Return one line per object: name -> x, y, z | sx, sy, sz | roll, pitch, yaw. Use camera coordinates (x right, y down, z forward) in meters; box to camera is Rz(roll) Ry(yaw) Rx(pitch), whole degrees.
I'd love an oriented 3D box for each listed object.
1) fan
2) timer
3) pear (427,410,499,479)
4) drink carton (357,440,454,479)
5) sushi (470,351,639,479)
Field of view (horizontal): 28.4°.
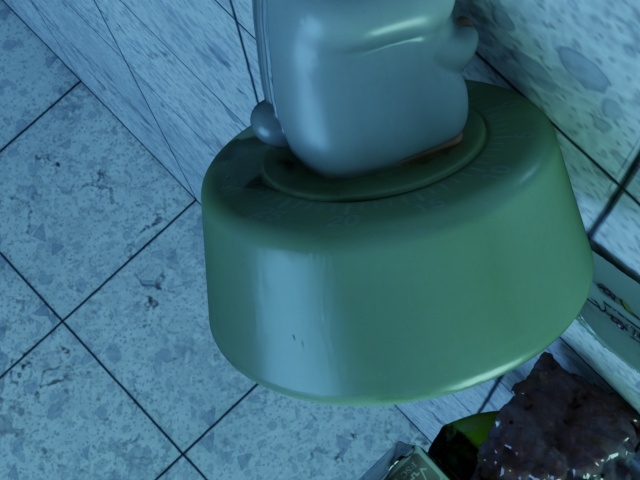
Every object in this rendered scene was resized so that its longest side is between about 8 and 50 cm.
fan -> 0.218, 0.025, 1.183 | 0.415, 0.012, 0.233 | 39, 168, 31
timer -> 0.035, -0.091, 0.888 | 0.291, 0.291, 0.315 | 36, 143, 53
pear -> 0.328, 0.365, 1.726 | 0.399, 0.165, 0.399 | 48, 174, 7
drink carton -> 0.182, 0.426, 1.727 | 0.324, 0.132, 0.194 | 47, 173, 1
sushi -> 0.262, 0.264, 1.419 | 0.171, 0.236, 0.270 | 25, 136, 18
